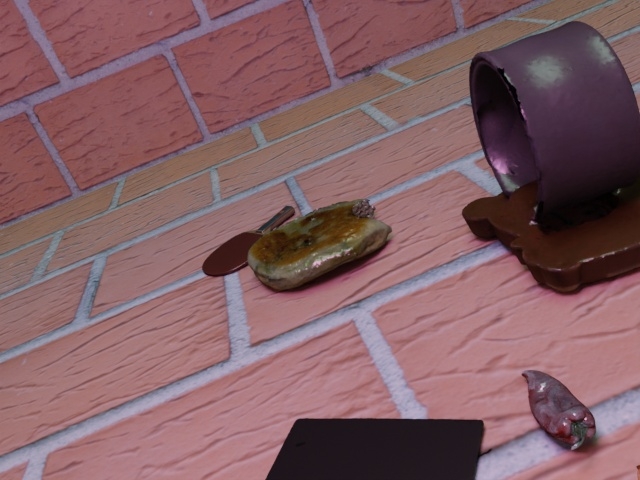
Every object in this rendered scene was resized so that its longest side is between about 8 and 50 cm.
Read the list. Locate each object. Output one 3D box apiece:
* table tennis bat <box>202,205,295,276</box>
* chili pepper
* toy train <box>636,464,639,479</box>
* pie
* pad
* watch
[{"bbox_3d":[-0.160,-0.001,1.406,0.154,0.021,0.274,8,40,47],"label":"table tennis bat"},{"bbox_3d":[0.263,0.187,0.671,0.050,0.041,0.153,-1,9,-2],"label":"chili pepper"},{"bbox_3d":[0.341,0.215,0.453,0.176,0.074,0.118,-35,31,36],"label":"toy train"},{"bbox_3d":[-0.007,0.003,1.220,0.303,0.066,0.302,-18,25,9],"label":"pie"},{"bbox_3d":[0.053,0.272,0.711,0.265,0.009,0.159,-9,29,29],"label":"pad"},{"bbox_3d":[0.363,-0.148,0.915,0.314,0.326,0.335,-20,26,6],"label":"watch"}]
